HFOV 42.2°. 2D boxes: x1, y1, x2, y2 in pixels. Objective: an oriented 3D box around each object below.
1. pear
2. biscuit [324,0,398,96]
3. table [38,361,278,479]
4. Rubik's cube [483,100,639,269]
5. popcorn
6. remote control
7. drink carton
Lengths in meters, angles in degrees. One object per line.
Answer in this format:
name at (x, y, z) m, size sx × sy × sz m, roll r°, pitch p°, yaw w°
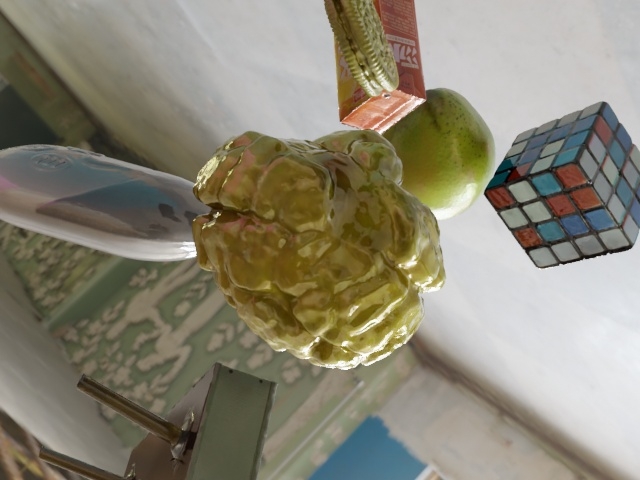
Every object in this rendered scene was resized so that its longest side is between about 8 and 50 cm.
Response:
pear at (0.172, -0.139, 1.263) m, size 0.187 × 0.187 × 0.220 m, roll 36°, pitch 164°, yaw 40°
biscuit at (0.025, -0.133, 0.532) m, size 0.084 × 0.023 × 0.084 m, roll 57°, pitch -159°, yaw -37°
table at (-0.130, 0.165, 0.540) m, size 0.111 × 0.122 × 0.240 m, roll 21°, pitch 147°, yaw -15°
Rubik's cube at (0.352, -0.074, 1.160) m, size 0.154 × 0.151 × 0.155 m, roll -17°, pitch 118°, yaw 48°
popcorn at (0.000, 0.000, 0.728) m, size 0.225 × 0.201 × 0.203 m, roll 12°, pitch -166°, yaw 5°
remote control at (-0.274, -0.050, 1.045) m, size 0.331 × 0.104 × 0.221 m, roll 17°, pitch -162°, yaw 8°
drink carton at (0.068, -0.254, 1.037) m, size 0.071 × 0.223 × 0.096 m, roll 11°, pitch 152°, yaw -32°
